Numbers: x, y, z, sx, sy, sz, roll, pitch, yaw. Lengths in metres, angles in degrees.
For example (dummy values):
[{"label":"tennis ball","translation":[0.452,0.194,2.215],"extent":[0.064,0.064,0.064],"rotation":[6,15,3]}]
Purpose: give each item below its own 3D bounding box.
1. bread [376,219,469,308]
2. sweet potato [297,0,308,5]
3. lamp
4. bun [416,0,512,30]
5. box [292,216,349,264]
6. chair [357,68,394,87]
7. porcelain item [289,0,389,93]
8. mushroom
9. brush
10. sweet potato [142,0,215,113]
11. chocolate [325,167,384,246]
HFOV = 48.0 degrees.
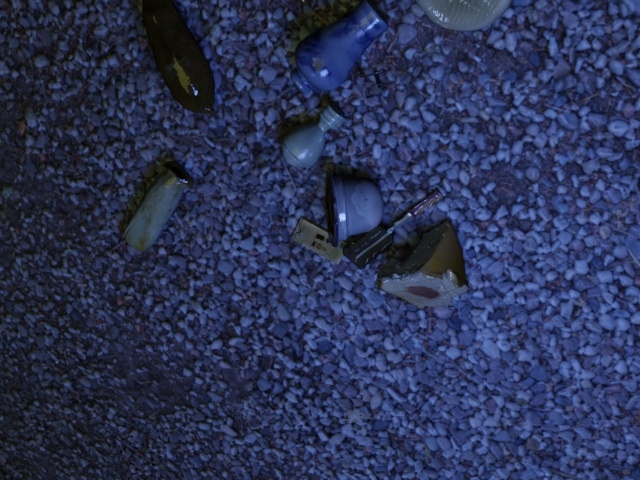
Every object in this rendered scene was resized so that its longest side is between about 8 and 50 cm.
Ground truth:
[{"label":"bread","translation":[0.274,0.109,1.802],"extent":[0.183,0.224,0.211],"rotation":[-20,110,30]},{"label":"sweet potato","translation":[-0.075,-0.651,1.727],"extent":[0.054,0.053,0.182],"rotation":[-35,100,-12]},{"label":"lamp","translation":[-0.020,-0.266,1.828],"extent":[0.106,0.106,0.193],"rotation":[44,107,-1]},{"label":"bun","translation":[0.323,-0.576,1.570],"extent":[0.229,0.145,0.229],"rotation":[14,147,9]},{"label":"box","translation":[0.000,0.000,1.958],"extent":[0.149,0.020,0.073],"rotation":[30,117,7]},{"label":"chair","translation":[0.135,-0.393,1.755],"extent":[0.086,0.037,0.042],"rotation":[-5,96,17]},{"label":"porcelain item","translation":[0.040,-0.457,1.717],"extent":[0.259,0.141,0.141],"rotation":[-38,94,18]},{"label":"mushroom","translation":[-0.468,-0.095,2.055],"extent":[0.100,0.081,0.312],"rotation":[44,119,7]},{"label":"brush","translation":[0.190,-0.037,1.861],"extent":[0.301,0.071,0.084],"rotation":[-39,109,19]},{"label":"sweet potato","translation":[-0.377,-0.517,1.847],"extent":[0.130,0.130,0.423],"rotation":[-17,95,24]},{"label":"chocolate","translation":[0.086,-0.080,1.829],"extent":[0.147,0.221,0.221],"rotation":[1,112,-8]}]
